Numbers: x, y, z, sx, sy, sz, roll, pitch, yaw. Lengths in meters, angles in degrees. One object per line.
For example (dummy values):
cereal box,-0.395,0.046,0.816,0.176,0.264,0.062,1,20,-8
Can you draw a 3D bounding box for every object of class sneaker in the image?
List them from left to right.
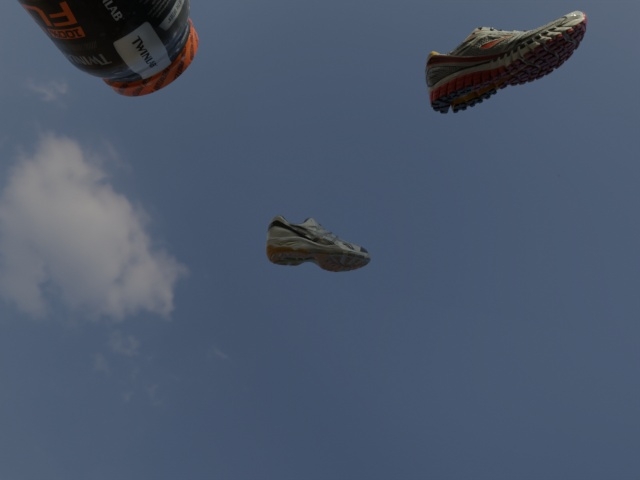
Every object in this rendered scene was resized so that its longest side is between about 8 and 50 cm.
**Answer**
sneaker,0.000,0.000,0.476,0.032,0.083,0.037,-45,-138,49
sneaker,0.245,-0.259,0.875,0.225,0.088,0.093,-19,-107,17

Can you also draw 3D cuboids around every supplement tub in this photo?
supplement tub,-0.315,-0.370,0.878,0.207,0.338,0.207,-10,-124,16
